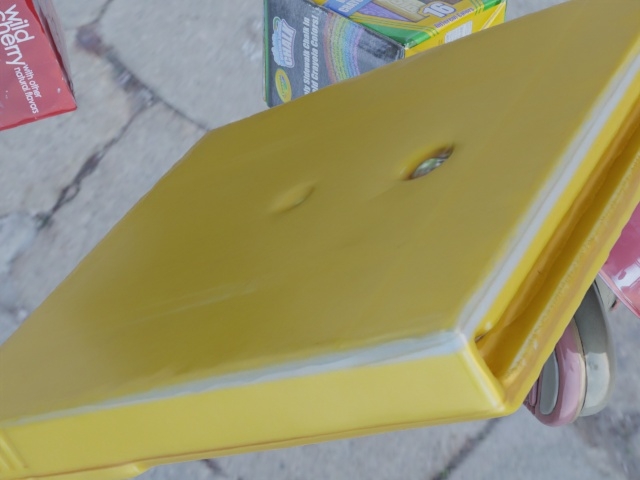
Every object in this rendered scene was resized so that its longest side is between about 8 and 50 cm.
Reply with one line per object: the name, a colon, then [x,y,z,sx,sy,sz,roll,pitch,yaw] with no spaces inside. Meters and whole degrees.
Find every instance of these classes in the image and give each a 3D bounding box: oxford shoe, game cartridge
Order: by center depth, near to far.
game cartridge: [0.000,0.000,0.754,0.324,0.285,0.052,-16,115,41]
oxford shoe: [0.184,0.002,1.148,0.130,0.348,0.123,4,125,-3]

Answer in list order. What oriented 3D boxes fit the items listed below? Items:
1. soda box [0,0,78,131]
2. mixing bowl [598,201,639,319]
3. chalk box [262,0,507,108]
soda box: [-0.218,-0.179,0.916,0.092,0.083,0.263,-16,137,-1]
mixing bowl: [0.201,-0.046,1.000,0.098,0.181,0.181,-35,101,18]
chalk box: [0.036,-0.171,1.411,0.213,0.132,0.132,33,136,35]
